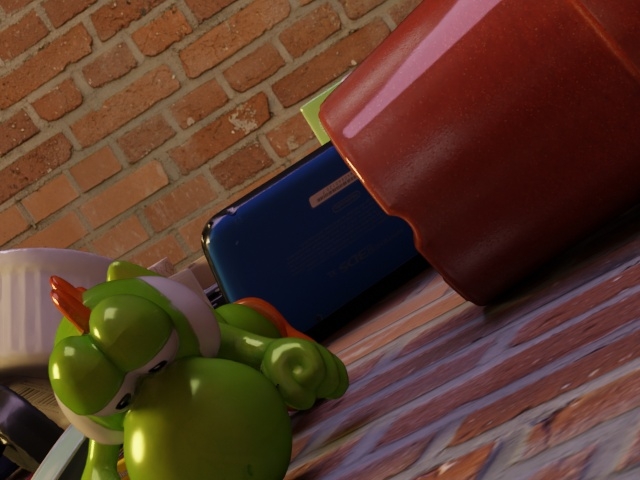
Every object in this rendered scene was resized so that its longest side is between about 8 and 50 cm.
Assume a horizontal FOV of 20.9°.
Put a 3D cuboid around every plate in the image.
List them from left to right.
[{"bbox_3d":[-0.210,0.193,1.415,0.188,0.024,0.188,-56,-6,-9],"label":"plate"}]

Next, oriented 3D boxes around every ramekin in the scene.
[{"bbox_3d":[-0.329,0.130,2.018,0.277,0.135,0.277,-3,-28,-2],"label":"ramekin"}]

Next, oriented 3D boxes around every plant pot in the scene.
[{"bbox_3d":[-0.121,0.053,2.456,0.109,0.096,0.109,-31,5,8],"label":"plant pot"},{"bbox_3d":[0.160,-0.106,1.308,0.265,0.272,0.272,-40,3,9],"label":"plant pot"}]

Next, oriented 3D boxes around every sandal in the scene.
[{"bbox_3d":[-0.332,0.215,1.761,0.107,0.167,0.446,-51,9,-13],"label":"sandal"}]

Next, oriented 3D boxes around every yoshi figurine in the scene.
[{"bbox_3d":[-0.083,0.123,1.212,0.203,0.203,0.362,9,-4,10],"label":"yoshi figurine"}]

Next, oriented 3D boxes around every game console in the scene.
[{"bbox_3d":[0.000,0.000,1.753,0.293,0.250,0.173,-34,31,-22],"label":"game console"}]

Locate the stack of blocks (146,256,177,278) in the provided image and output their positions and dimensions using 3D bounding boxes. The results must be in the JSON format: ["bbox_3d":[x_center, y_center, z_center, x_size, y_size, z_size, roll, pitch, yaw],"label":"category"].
[{"bbox_3d":[-0.318,0.134,2.442,0.297,0.171,0.087,-29,5,29],"label":"stack of blocks"}]

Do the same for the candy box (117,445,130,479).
[{"bbox_3d":[-0.135,0.174,1.608,0.105,0.027,0.206,-29,4,12],"label":"candy box"}]

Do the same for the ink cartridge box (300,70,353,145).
[{"bbox_3d":[0.177,-0.189,2.313,0.353,0.207,0.119,-32,3,12],"label":"ink cartridge box"}]

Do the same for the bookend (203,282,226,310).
[{"bbox_3d":[-0.124,0.097,2.121,0.156,0.072,0.157,-33,5,-10],"label":"bookend"}]

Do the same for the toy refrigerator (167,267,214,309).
[{"bbox_3d":[-0.182,0.125,1.755,0.094,0.102,0.269,-28,-4,-25],"label":"toy refrigerator"}]

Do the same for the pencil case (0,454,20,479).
[{"bbox_3d":[-0.435,0.265,2.117,0.119,0.133,0.306,-52,-5,23],"label":"pencil case"}]
